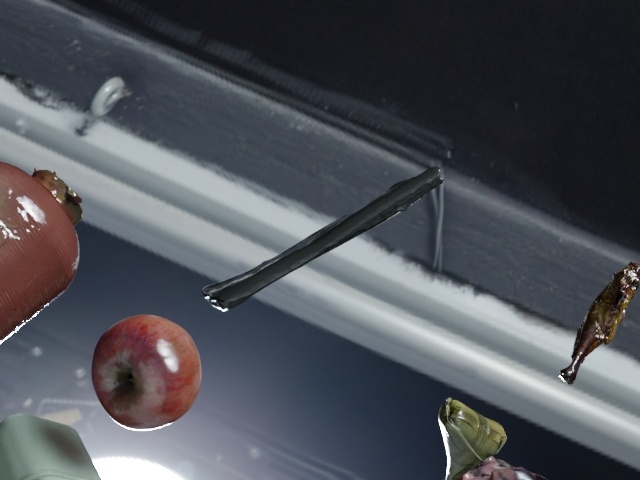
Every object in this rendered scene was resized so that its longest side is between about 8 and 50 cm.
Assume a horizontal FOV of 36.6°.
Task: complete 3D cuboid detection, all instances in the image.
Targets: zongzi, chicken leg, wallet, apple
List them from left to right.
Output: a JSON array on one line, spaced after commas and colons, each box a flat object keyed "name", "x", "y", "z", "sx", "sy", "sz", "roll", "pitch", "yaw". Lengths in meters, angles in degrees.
[{"name": "apple", "x": -0.227, "y": 0.173, "z": 1.274, "sx": 0.153, "sy": 0.120, "sz": 0.153, "roll": 6, "pitch": -77, "yaw": 30}, {"name": "wallet", "x": -0.001, "y": -0.001, "z": 1.084, "sx": 0.285, "sy": 0.146, "sz": 0.030, "roll": -30, "pitch": -82, "yaw": -10}, {"name": "zongzi", "x": 0.125, "y": 0.193, "z": 0.925, "sx": 0.076, "sy": 0.040, "sz": 0.083, "roll": 33, "pitch": -63, "yaw": -27}, {"name": "chicken leg", "x": 0.290, "y": 0.085, "z": 0.997, "sx": 0.037, "sy": 0.062, "sz": 0.145, "roll": 33, "pitch": -89, "yaw": 14}]

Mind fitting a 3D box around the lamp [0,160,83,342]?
[{"name": "lamp", "x": -0.361, "y": 0.021, "z": 0.973, "sx": 0.180, "sy": 0.258, "sz": 0.180, "roll": 34, "pitch": -32, "yaw": 26}]

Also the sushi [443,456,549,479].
[{"name": "sushi", "x": 0.232, "y": 0.345, "z": 1.041, "sx": 0.270, "sy": 0.170, "sz": 0.236, "roll": 25, "pitch": -20, "yaw": -1}]

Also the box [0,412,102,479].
[{"name": "box", "x": -0.428, "y": 0.395, "z": 1.330, "sx": 0.175, "sy": 0.182, "sz": 0.312, "roll": 28, "pitch": -75, "yaw": -42}]
